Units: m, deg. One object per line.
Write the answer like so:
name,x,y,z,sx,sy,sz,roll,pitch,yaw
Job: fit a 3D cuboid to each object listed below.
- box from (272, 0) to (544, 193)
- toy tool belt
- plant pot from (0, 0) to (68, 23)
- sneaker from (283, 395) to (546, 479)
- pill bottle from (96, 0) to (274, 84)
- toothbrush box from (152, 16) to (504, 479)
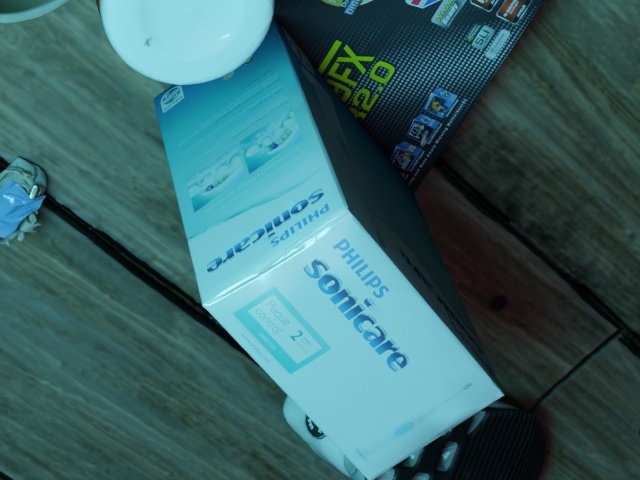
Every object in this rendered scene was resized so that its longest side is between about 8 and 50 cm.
box,0.027,-0.153,1.467,0.216,0.060,0.270,22,115,-26
toy tool belt,-0.257,-0.024,1.481,0.052,0.051,0.083,23,114,-26
plant pot,-0.300,-0.285,1.164,0.274,0.256,0.256,12,132,32
sneaker,0.093,0.182,1.683,0.330,0.146,0.122,26,88,-51
pill bottle,-0.111,-0.213,1.293,0.121,0.221,0.121,-7,123,-10
toothbrush box,0.000,0.000,1.344,0.126,0.295,0.216,-35,125,9
